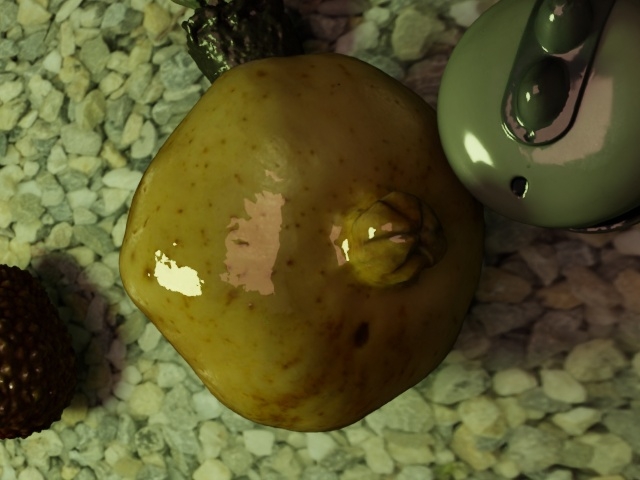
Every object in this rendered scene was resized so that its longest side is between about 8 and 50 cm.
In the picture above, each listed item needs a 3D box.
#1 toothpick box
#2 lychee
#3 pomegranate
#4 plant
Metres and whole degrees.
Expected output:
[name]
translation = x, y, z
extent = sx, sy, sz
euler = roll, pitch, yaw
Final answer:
[toothpick box]
translation = 0.231, -0.122, 0.689
extent = 0.228, 0.316, 0.229
euler = 0, 89, 27
[lychee]
translation = -0.481, 0.159, 1.119
extent = 0.271, 0.271, 0.272
euler = 0, 91, 28
[pomegranate]
translation = 0.000, 0.000, 0.762
extent = 0.409, 0.410, 0.411
euler = 0, 91, 28
[plant]
translation = -0.106, -0.266, 0.958
extent = 0.131, 0.142, 0.203
euler = -35, 95, -5
